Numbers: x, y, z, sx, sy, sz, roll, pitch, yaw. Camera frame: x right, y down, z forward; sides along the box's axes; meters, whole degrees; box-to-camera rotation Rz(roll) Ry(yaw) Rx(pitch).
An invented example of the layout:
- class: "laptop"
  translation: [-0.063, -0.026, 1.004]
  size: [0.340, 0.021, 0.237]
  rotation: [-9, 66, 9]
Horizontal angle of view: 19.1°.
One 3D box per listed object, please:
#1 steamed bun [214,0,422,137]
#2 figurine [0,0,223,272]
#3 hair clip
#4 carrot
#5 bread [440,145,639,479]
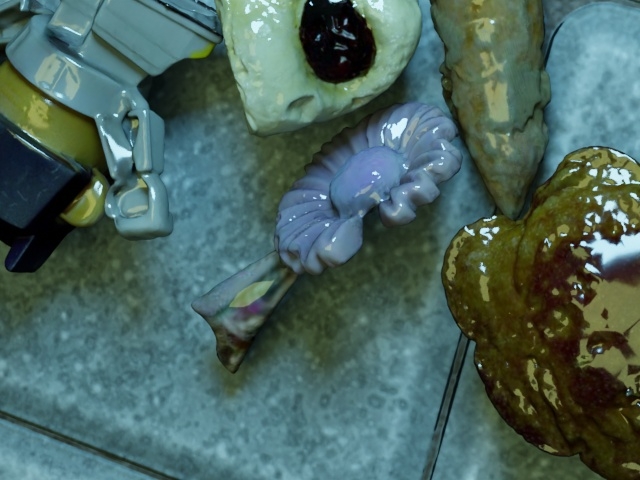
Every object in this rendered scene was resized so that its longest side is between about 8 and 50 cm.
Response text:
- class: "steamed bun"
  translation: [0.004, -0.167, 1.508]
  size: [0.155, 0.172, 0.141]
  rotation: [-13, 100, 4]
- class: "figurine"
  translation: [-0.218, -0.115, 1.599]
  size: [0.308, 0.143, 0.308]
  rotation: [-26, 52, 38]
- class: "hair clip"
  translation: [-0.007, -0.003, 1.529]
  size: [0.069, 0.173, 0.300]
  rotation: [33, 121, -21]
- class: "carrot"
  translation: [0.136, -0.143, 1.481]
  size: [0.102, 0.102, 0.263]
  rotation: [-6, 94, 22]
- class: "bread"
  translation: [0.234, 0.055, 1.430]
  size: [0.232, 0.135, 0.247]
  rotation: [-36, 80, 20]
